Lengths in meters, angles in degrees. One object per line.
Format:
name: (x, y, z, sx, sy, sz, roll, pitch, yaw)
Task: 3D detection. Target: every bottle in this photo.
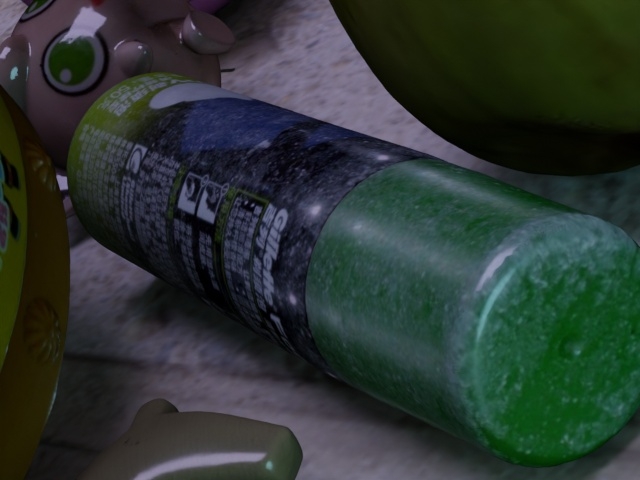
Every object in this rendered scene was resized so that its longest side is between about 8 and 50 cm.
bottle: (0.000, 0.000, 0.704, 0.093, 0.093, 0.330, -38, 29, -16)

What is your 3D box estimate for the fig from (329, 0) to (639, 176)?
fig: (0.094, -0.159, 0.691, 0.239, 0.271, 0.239, -36, 19, 14)

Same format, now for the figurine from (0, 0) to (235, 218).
figurine: (-0.115, -0.089, 0.937, 0.138, 0.125, 0.125, -38, 25, 14)

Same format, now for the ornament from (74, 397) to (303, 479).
ornament: (-0.088, 0.149, 0.572, 0.230, 0.061, 0.245, -31, 28, -8)

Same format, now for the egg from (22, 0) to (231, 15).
egg: (-0.104, -0.235, 1.101, 0.196, 0.196, 0.271, -7, 27, 37)

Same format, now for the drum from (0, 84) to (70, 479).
drum: (-0.325, 0.019, 0.707, 0.431, 0.214, 0.431, -14, 53, 20)
